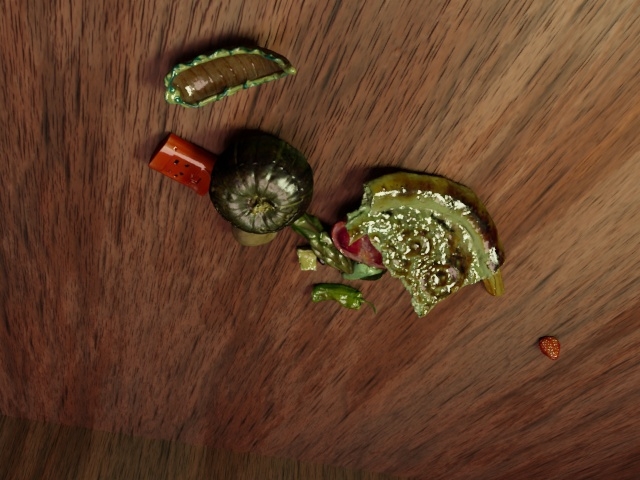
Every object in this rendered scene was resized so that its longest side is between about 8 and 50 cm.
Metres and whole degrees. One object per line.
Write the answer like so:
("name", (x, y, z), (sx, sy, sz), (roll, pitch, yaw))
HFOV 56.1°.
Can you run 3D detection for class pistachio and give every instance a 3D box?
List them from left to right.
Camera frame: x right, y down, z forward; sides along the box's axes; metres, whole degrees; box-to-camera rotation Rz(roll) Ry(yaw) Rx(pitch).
("pistachio", (-0.170, -0.042, 1.528), (0.126, 0.108, 0.185), (42, 142, -3))

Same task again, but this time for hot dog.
("hot dog", (0.482, 0.091, 1.692), (0.066, 0.047, 0.215), (23, 159, 41))

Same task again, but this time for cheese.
("cheese", (-0.038, 0.048, 1.685), (0.060, 0.041, 0.084), (-4, 127, -2))

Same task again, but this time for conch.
("conch", (0.126, 0.082, 1.696), (0.106, 0.079, 0.170), (28, 152, -20))

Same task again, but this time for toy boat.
("toy boat", (-0.170, -0.326, 1.162), (0.293, 0.099, 0.108), (-6, 144, 25))

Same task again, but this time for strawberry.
("strawberry", (0.763, 0.360, 1.998), (0.073, 0.083, 0.073), (5, 135, 5))

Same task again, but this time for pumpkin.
("pumpkin", (-0.134, -0.120, 1.347), (0.238, 0.159, 0.238), (-2, 125, -3))

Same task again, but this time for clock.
("clock", (-0.315, -0.172, 1.405), (0.155, 0.061, 0.113), (28, 137, -25))

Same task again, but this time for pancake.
("pancake", (0.260, -0.007, 1.434), (0.305, 0.067, 0.427), (-45, 114, -2))

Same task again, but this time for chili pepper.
("chili pepper", (0.076, 0.174, 1.818), (0.204, 0.073, 0.072), (12, 161, 8))

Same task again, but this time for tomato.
("tomato", (0.128, -0.016, 1.529), (0.189, 0.099, 0.173), (19, 144, 13))

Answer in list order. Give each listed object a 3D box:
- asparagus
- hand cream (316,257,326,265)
("asparagus", (0.000, 0.000, 1.589), (0.080, 0.080, 0.287), (-26, 124, 33))
("hand cream", (0.040, 0.037, 1.678), (0.122, 0.023, 0.036), (-27, 113, 35))
